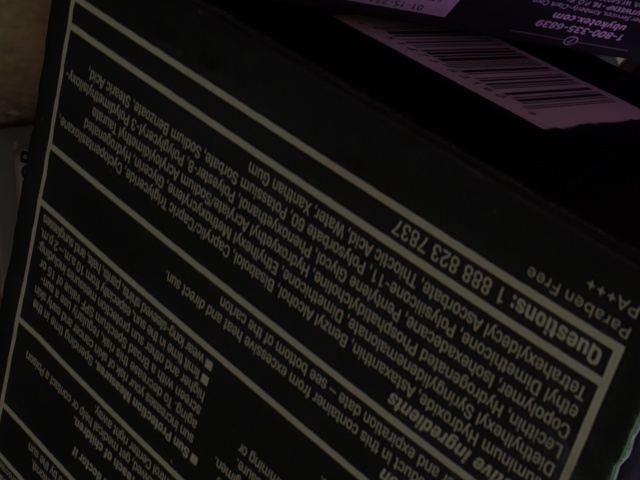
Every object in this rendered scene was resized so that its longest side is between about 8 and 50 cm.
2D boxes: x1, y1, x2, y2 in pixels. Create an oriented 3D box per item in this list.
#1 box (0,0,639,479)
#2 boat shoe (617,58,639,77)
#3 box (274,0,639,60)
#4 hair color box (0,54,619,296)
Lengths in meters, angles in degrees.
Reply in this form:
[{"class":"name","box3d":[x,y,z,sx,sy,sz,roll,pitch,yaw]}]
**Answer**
[{"class":"box","box3d":[0.019,0.060,0.497,0.182,0.296,0.294,-10,126,-45]},{"class":"boat shoe","box3d":[0.124,0.020,0.625,0.091,0.109,0.305,15,127,-30]},{"class":"box","box3d":[0.104,-0.170,0.440,0.247,0.142,0.163,4,150,-26]},{"class":"hair color box","box3d":[0.000,0.000,0.760,0.374,0.114,0.185,-8,152,-8]}]
